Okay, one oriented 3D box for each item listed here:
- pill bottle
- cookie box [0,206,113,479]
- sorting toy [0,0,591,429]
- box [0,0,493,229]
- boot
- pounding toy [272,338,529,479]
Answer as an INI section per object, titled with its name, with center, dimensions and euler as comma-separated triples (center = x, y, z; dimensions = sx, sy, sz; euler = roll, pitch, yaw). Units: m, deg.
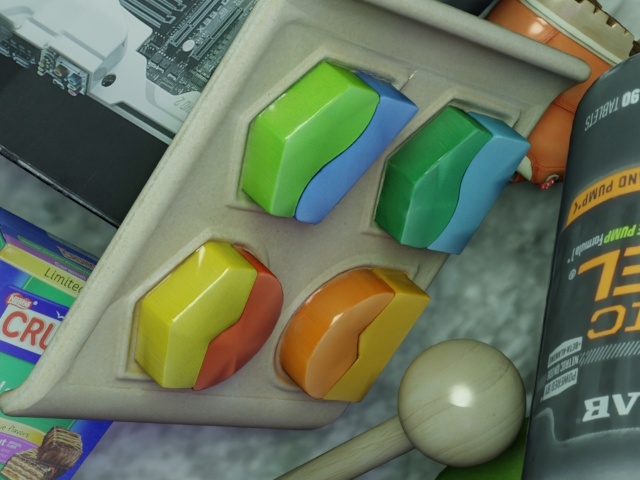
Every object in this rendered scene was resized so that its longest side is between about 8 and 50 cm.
[pill bottle]
center = 0.145, 0.057, 0.707
dimensions = 0.130, 0.245, 0.130
euler = 9, 150, 5
[cookie box]
center = -0.126, 0.052, 0.773
dimensions = 0.092, 0.040, 0.107
euler = 30, 102, -35
[sorting toy]
center = 0.000, 0.000, 0.720
dimensions = 0.193, 0.038, 0.208
euler = 11, 121, -54
[box]
center = -0.006, -0.149, 0.645
dimensions = 0.307, 0.076, 0.242
euler = -45, 149, 4
[boot]
center = 0.122, -0.050, 0.827
dimensions = 0.158, 0.059, 0.084
euler = 31, 104, -26
[pounding toy]
center = 0.120, 0.089, 0.862
dimensions = 0.237, 0.183, 0.110
euler = 21, 64, -19
